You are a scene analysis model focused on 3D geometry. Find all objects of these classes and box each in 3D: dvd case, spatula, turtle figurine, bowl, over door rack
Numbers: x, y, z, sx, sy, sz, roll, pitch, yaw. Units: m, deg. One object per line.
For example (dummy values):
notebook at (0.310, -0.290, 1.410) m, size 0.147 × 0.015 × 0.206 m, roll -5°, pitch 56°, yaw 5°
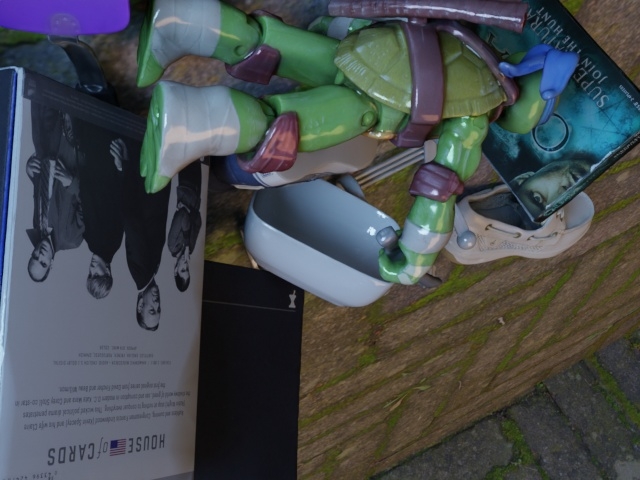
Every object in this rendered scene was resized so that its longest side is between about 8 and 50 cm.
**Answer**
dvd case at (-0.132, 0.037, 0.500) m, size 0.029 × 0.239 × 0.179 m, roll -2°, pitch 171°, yaw 27°
spatula at (-0.148, -0.104, 0.517) m, size 0.084 × 0.030 × 0.296 m, roll 2°, pitch 156°, yaw -2°
turtle figurine at (0.008, -0.069, 0.561) m, size 0.266 × 0.198 × 0.274 m, roll 4°, pitch 178°, yaw -21°
bowl at (0.000, 0.000, 0.720) m, size 0.053 × 0.142 × 0.142 m, roll -62°, pitch -175°, yaw 27°
over door rack at (0.046, 0.034, 0.931) m, size 0.239 × 0.108 × 0.324 m, roll -26°, pitch 156°, yaw -11°

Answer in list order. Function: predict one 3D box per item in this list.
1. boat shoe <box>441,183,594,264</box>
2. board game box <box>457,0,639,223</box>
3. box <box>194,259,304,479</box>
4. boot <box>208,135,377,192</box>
boat shoe at (0.277, -0.035, 1.081) m, size 0.277 × 0.098 × 0.096 m, roll -13°, pitch 151°, yaw -34°
board game box at (0.173, -0.124, 0.678) m, size 0.126 × 0.186 × 0.026 m, roll -45°, pitch 151°, yaw 27°
box at (-0.174, 0.167, 0.630) m, size 0.179 × 0.313 × 0.343 m, roll -2°, pitch 171°, yaw 30°
boot at (-0.028, -0.081, 0.694) m, size 0.086 × 0.069 × 0.190 m, roll -7°, pitch -174°, yaw 32°
